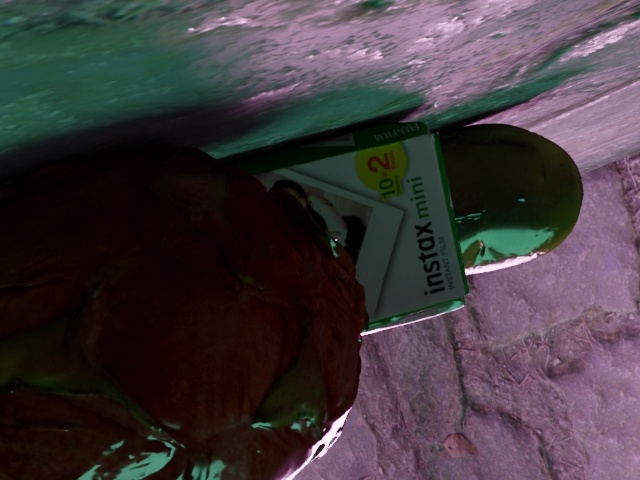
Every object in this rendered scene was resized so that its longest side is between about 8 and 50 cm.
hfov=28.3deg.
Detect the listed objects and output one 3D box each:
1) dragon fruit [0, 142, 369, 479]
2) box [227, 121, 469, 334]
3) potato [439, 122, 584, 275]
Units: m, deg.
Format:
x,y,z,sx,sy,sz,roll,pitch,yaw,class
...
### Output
x,y,z,sx,sy,sz,roll,pitch,yaw,class
-0.121,0.068,0.880,0.343,0.277,0.277,-22,179,-35,dragon fruit
0.000,0.000,1.140,0.250,0.180,0.103,-15,-173,-17,box
0.160,-0.041,1.376,0.248,0.169,0.143,-9,-152,9,potato
